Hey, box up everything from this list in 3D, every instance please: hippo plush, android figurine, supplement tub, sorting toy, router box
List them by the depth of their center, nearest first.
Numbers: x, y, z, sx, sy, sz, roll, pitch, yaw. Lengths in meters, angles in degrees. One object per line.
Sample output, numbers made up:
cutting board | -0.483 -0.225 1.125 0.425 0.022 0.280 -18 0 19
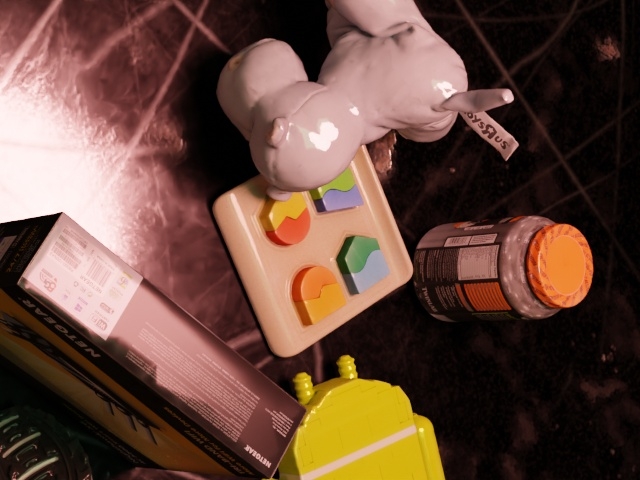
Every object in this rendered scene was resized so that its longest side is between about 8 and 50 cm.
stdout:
router box | -0.199 0.103 1.506 0.309 0.243 0.081 41 64 -26
hippo plush | 0.028 -0.134 1.728 0.236 0.234 0.294 -34 65 -7
android figurine | 0.036 0.264 1.781 0.248 0.056 0.273 -21 99 -35
sorting toy | 0.000 0.000 1.785 0.208 0.038 0.193 -30 104 -34
supplement tub | 0.205 0.033 1.835 0.117 0.190 0.117 4 85 -41

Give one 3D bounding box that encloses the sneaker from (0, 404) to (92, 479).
sneaker | -0.239 0.280 1.542 0.100 0.108 0.271 -31 81 -23
